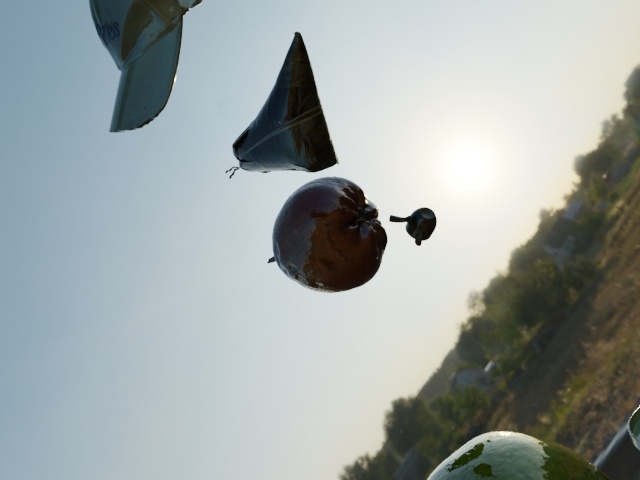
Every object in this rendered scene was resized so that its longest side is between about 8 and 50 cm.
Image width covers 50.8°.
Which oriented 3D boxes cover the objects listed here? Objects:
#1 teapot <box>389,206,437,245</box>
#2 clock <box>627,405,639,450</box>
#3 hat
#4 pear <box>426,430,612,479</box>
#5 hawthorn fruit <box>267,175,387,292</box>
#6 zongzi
[{"bbox_3d":[0.216,-0.039,1.583,0.080,0.110,0.085,110,177,-47],"label":"teapot"},{"bbox_3d":[0.630,0.298,1.106,0.235,0.029,0.235,-17,7,2],"label":"clock"},{"bbox_3d":[-0.124,-0.156,0.477,0.122,0.081,0.166,-143,69,-70],"label":"hat"},{"bbox_3d":[0.216,0.335,0.710,0.253,0.253,0.307,-59,-11,10],"label":"pear"},{"bbox_3d":[0.000,0.000,1.601,0.298,0.277,0.277,-26,-6,22],"label":"hawthorn fruit"},{"bbox_3d":[-0.091,-0.242,1.243,0.111,0.248,0.241,-23,-72,-42],"label":"zongzi"}]
